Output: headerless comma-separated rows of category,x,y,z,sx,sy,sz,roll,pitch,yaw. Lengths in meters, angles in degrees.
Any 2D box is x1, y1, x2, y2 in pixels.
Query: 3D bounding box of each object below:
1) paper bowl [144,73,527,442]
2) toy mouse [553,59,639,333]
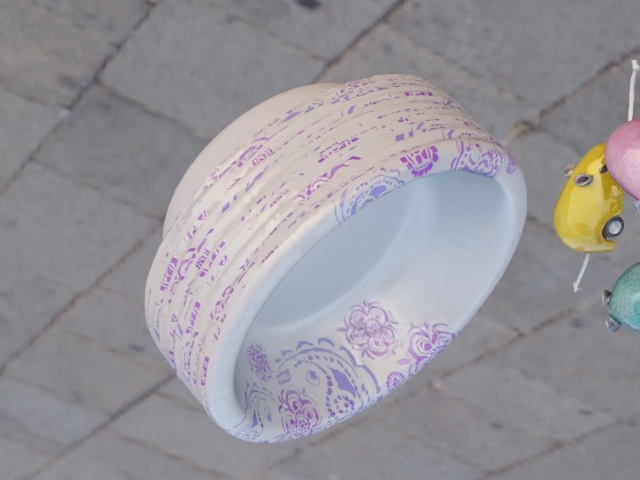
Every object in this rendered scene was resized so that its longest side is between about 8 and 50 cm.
paper bowl,0.000,0.000,1.097,0.148,0.284,0.284,49,165,29
toy mouse,0.160,-0.004,0.767,0.031,0.143,0.161,-7,122,-17
